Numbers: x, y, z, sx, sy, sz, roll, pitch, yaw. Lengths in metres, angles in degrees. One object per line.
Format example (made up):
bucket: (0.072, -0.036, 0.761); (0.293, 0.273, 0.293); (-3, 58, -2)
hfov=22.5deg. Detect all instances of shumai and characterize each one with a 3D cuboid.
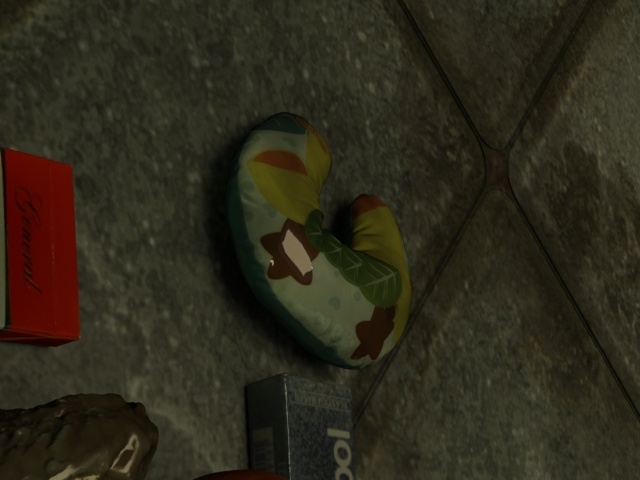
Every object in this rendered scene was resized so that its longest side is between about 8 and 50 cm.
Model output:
shumai: (-0.189, 0.195, 1.011); (0.205, 0.166, 0.176); (-22, 103, -35)

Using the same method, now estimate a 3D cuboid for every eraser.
eraser: (-0.013, 0.220, 1.318); (0.092, 0.046, 0.213); (17, 64, -48)

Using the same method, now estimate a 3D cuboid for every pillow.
pillow: (0.000, 0.000, 1.399); (0.233, 0.086, 0.214); (45, 34, -30)

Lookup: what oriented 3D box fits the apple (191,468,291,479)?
apple: (-0.057, 0.259, 1.149); (0.199, 0.199, 0.199); (23, 59, -46)

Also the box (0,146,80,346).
box: (-0.264, -0.008, 1.083); (0.245, 0.035, 0.139); (12, 67, -50)
